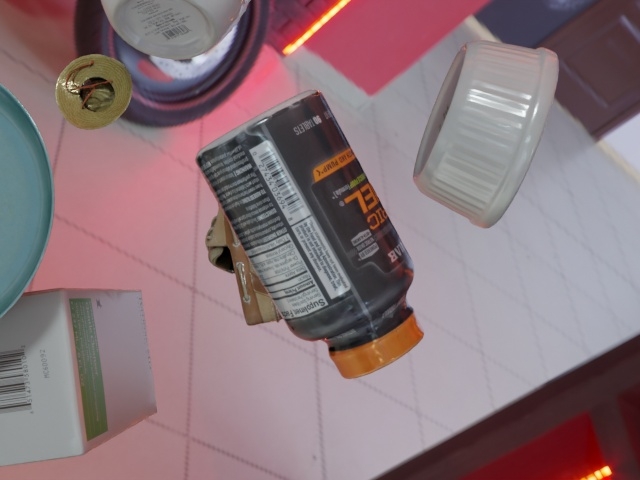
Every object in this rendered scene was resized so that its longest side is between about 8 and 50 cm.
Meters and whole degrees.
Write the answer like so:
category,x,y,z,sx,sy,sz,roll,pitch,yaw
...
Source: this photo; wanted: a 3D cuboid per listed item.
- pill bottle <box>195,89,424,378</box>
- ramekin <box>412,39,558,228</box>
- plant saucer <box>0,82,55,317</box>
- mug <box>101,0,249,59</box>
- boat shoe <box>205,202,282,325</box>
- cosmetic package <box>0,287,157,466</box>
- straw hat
category,x,y,z,sx,sy,sz,roll,pitch,yaw
pill bottle,0.000,0.000,0.859,0.246,0.130,0.130,61,28,-6
ramekin,0.228,-0.162,1.372,0.127,0.273,0.273,20,35,-2
plant saucer,-0.429,-0.038,1.020,0.318,0.317,0.044,57,3,7
mug,-0.180,-0.474,1.513,0.276,0.374,0.328,53,37,-56
boat shoe,-0.125,-0.006,1.485,0.123,0.116,0.324,77,-12,-54
cosmetic package,-0.334,0.164,1.233,0.365,0.155,0.197,22,59,-86
straw hat,-0.379,-0.246,1.645,0.144,0.144,0.061,64,2,18
